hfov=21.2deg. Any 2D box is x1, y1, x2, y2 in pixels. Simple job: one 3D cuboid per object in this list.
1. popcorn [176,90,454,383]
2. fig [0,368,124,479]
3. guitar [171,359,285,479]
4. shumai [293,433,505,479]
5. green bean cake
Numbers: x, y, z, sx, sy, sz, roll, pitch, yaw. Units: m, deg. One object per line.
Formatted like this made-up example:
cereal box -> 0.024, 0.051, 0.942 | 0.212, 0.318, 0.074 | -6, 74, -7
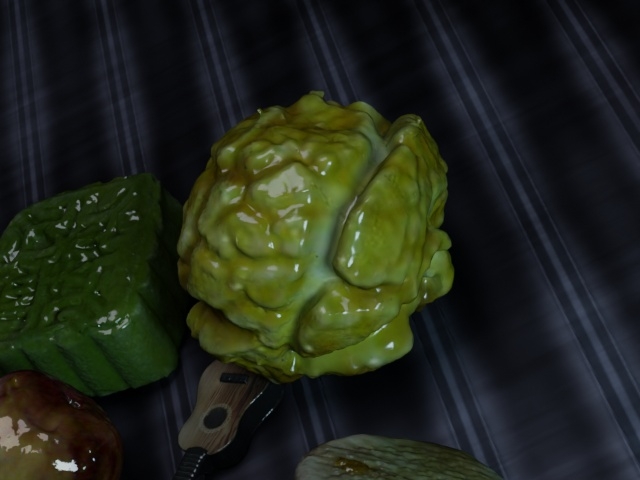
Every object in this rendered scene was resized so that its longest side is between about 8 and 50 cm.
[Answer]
popcorn -> 0.002, -0.010, 1.603 | 0.282, 0.247, 0.282 | -7, 32, 5
fig -> -0.298, 0.229, 1.622 | 0.230, 0.143, 0.160 | -40, 69, -12
guitar -> -0.118, 0.216, 1.596 | 0.083, 0.038, 0.271 | -1, 44, 35
shumai -> 0.060, 0.240, 1.382 | 0.201, 0.120, 0.201 | 12, 18, -4
green bean cake -> -0.247, 0.049, 1.805 | 0.222, 0.125, 0.248 | -12, 41, 25
